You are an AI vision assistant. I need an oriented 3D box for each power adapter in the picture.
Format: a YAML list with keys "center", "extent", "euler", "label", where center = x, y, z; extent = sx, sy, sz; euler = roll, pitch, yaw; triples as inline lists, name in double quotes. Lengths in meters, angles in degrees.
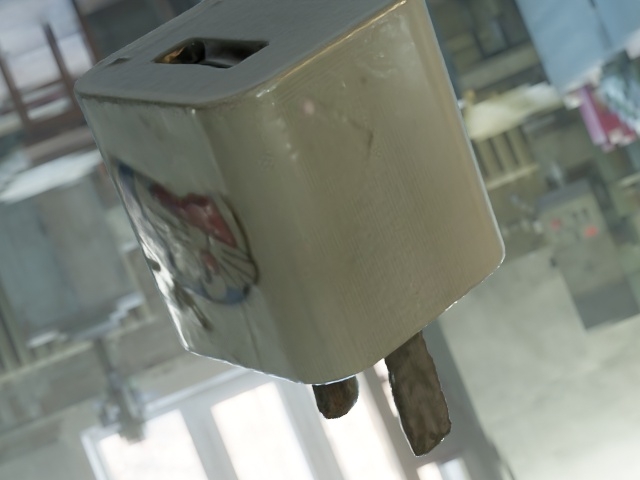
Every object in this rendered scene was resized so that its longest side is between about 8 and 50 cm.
- center: [0.000, 0.000, 0.765]
  extent: [0.125, 0.205, 0.130]
  euler: [-35, -154, -31]
  label: "power adapter"
